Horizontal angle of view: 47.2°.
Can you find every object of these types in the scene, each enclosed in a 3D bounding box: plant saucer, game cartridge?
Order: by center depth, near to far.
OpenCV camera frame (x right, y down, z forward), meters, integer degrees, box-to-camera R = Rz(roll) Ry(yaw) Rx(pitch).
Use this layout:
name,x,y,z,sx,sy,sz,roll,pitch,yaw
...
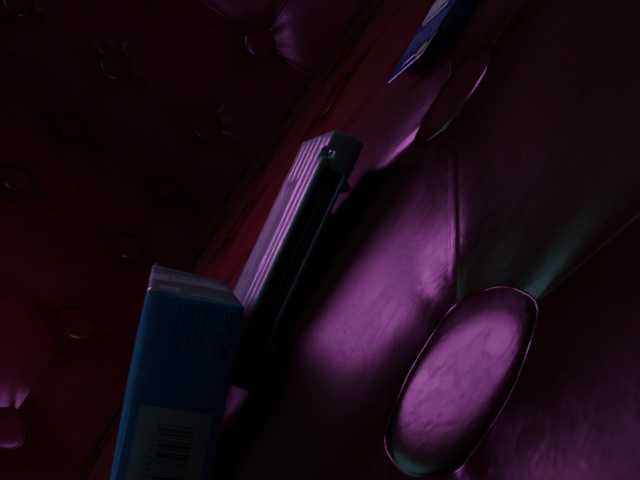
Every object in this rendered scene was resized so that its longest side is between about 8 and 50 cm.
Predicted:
name,x,y,z,sx,sy,sz,roll,pitch,yaw
game cartridge,-0.055,0.020,1.044,0.354,0.068,0.230,-65,8,-2
plant saucer,0.000,0.000,1.046,0.083,0.015,0.083,-54,12,16

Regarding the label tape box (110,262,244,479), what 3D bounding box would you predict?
name,x,y,z,sx,sy,sz,roll,pitch,yaw
label tape box,-0.187,0.170,0.938,0.348,0.115,0.249,-164,85,-80

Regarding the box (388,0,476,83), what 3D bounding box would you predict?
name,x,y,z,sx,sy,sz,roll,pitch,yaw
box,0.189,-0.339,1.127,0.225,0.037,0.136,-59,11,-16
